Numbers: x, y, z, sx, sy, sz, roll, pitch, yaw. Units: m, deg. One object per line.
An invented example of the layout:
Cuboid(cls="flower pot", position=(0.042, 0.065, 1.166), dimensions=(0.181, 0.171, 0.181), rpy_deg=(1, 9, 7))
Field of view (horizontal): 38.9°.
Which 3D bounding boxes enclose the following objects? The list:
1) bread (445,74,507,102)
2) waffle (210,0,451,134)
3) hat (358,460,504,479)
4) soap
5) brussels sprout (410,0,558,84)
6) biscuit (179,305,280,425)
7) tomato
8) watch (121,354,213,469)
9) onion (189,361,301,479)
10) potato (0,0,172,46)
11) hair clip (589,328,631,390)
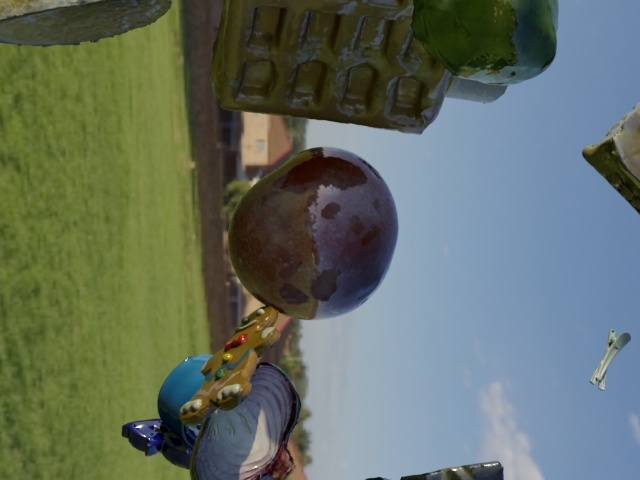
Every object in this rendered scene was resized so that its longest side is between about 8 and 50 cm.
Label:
Cuboid(cls="bread", position=(0.300, -0.363, 1.866), dimensions=(0.134, 0.141, 0.148), rpy_deg=(-177, -91, -67))
Cuboid(cls="waffle", position=(0.031, -0.274, 1.230), dimensions=(0.304, 0.348, 0.078), rpy_deg=(107, -13, -51))
Cuboid(cls="hat", position=(0.165, 0.461, 1.163), dimensions=(0.382, 0.257, 0.366), rpy_deg=(60, -29, 20))
Cuboid(cls="soap", position=(0.424, -0.064, 1.006), dimensions=(0.233, 0.135, 0.076), rpy_deg=(46, -8, 3))
Cuboid(cls="brussels sprout", position=(0.178, -0.236, 0.910), dimensions=(0.122, 0.151, 0.149), rpy_deg=(174, -80, -67))
Cuboid(cls="biscuit", position=(-0.111, 0.152, 1.180), dimensions=(0.031, 0.138, 0.205), rpy_deg=(49, 37, -15))
Cuboid(cls="tomato", position=(0.000, 0.000, 1.379), dimensions=(0.227, 0.270, 0.270), rpy_deg=(45, -24, 23))
Cuboid(cls="watch", position=(-0.233, 0.322, 1.724), dimensions=(0.196, 0.171, 0.200), rpy_deg=(3, 110, -52))
Cuboid(cls="onion", position=(-0.107, 0.284, 1.306), dimensions=(0.206, 0.151, 0.098), rpy_deg=(-51, -172, -22))
Cuboid(cls="potato", position=(-0.333, -0.335, 1.231), dimensions=(0.120, 0.261, 0.100), rpy_deg=(91, -12, -83))
Cuboid(cls="hair clip", position=(0.495, 0.201, 1.550), dimensions=(0.115, 0.030, 0.039), rpy_deg=(-58, 180, -23))
